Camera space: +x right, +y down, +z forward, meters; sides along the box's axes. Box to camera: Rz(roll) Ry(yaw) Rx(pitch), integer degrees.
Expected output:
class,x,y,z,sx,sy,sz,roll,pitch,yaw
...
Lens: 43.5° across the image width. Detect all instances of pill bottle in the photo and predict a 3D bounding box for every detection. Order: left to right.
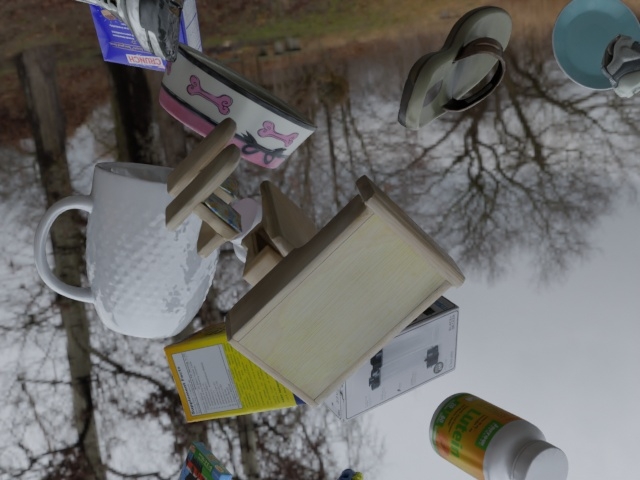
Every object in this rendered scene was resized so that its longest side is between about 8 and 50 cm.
class,x,y,z,sx,sy,sz,roll,pitch,yaw
pill bottle,-0.108,0.015,2.162,0.181,0.181,0.323,9,161,47
pill bottle,0.320,0.375,1.450,0.136,0.136,0.246,-12,-165,-28

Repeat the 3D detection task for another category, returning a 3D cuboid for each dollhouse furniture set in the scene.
class,x,y,z,sx,sy,sz,roll,pitch,yaw
dollhouse furniture set,0.000,0.000,1.138,0.256,0.362,0.394,-43,-156,12

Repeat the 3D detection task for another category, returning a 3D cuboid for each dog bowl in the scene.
class,x,y,z,sx,sy,sz,roll,pitch,yaw
dog bowl,-0.217,-0.325,1.990,0.408,0.150,0.408,31,-170,-6

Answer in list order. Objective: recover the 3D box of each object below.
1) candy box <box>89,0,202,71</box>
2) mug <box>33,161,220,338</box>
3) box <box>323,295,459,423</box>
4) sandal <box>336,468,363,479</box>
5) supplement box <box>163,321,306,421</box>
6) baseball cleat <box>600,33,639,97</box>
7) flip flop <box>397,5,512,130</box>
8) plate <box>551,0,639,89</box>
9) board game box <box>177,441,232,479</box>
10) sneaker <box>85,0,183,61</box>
class,x,y,z,sx,sy,sz,roll,pitch,yaw
candy box,-0.466,-0.614,2.120,0.268,0.317,0.122,12,-132,11
mug,-0.392,0.018,1.650,0.374,0.328,0.276,5,-169,-24
box,0.138,0.227,1.612,0.290,0.169,0.087,-21,-145,-26
sandal,-0.007,0.537,1.538,0.138,0.126,0.317,8,-162,22
supplement box,-0.158,0.286,1.896,0.357,0.194,0.195,-15,-176,31
baseball cleat,0.577,-0.334,1.420,0.206,0.109,0.072,-35,176,-29
flip flop,0.190,-0.217,1.032,0.080,0.112,0.277,20,-141,25
plate,0.530,-0.381,1.546,0.188,0.188,0.024,-7,180,-10
board game box,-0.301,0.626,1.960,0.039,0.211,0.160,15,-172,-39
sneaker,-0.344,-0.393,1.260,0.258,0.169,0.447,8,-163,-13
